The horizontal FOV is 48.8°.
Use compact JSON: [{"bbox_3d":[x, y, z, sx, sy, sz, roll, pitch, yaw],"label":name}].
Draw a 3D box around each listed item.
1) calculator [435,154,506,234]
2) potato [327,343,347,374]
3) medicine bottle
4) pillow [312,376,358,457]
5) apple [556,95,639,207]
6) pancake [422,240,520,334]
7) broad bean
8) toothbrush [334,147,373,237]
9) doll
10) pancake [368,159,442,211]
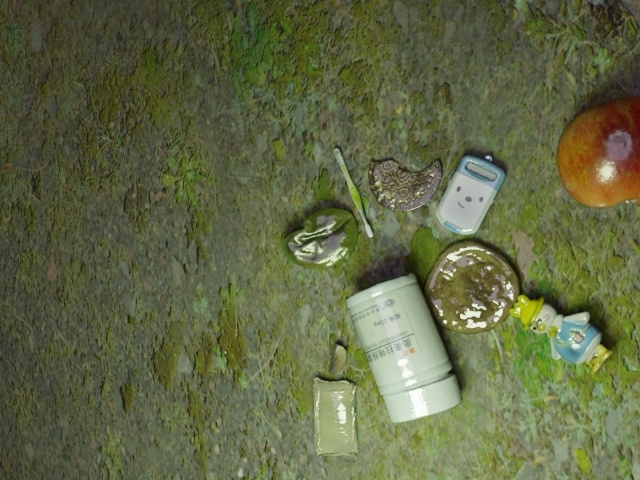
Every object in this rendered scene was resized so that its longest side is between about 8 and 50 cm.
[{"bbox_3d":[0.373,-0.117,1.755,0.121,0.039,0.210,29,97,17],"label":"calculator"},{"bbox_3d":[0.046,0.308,1.861,0.037,0.036,0.093,9,113,-16],"label":"potato"},{"bbox_3d":[0.203,0.264,1.720,0.189,0.190,0.332,-24,80,17],"label":"medicine bottle"},{"bbox_3d":[0.038,0.461,1.842,0.119,0.053,0.208,-2,87,16],"label":"pillow"},{"bbox_3d":[0.682,-0.194,1.584,0.292,0.163,0.252,-10,83,21],"label":"apple"},{"bbox_3d":[0.367,0.115,1.741,0.241,0.050,0.242,-1,87,19],"label":"pancake"},{"bbox_3d":[0.001,-0.001,1.866,0.206,0.072,0.153,-19,94,16],"label":"broad bean"},{"bbox_3d":[0.088,-0.128,1.864,0.022,0.026,0.263,-23,80,11],"label":"toothbrush"},{"bbox_3d":[0.559,0.210,1.646,0.241,0.135,0.099,32,70,17],"label":"doll"},{"bbox_3d":[0.212,-0.164,1.825,0.190,0.020,0.184,41,102,15],"label":"pancake"}]
